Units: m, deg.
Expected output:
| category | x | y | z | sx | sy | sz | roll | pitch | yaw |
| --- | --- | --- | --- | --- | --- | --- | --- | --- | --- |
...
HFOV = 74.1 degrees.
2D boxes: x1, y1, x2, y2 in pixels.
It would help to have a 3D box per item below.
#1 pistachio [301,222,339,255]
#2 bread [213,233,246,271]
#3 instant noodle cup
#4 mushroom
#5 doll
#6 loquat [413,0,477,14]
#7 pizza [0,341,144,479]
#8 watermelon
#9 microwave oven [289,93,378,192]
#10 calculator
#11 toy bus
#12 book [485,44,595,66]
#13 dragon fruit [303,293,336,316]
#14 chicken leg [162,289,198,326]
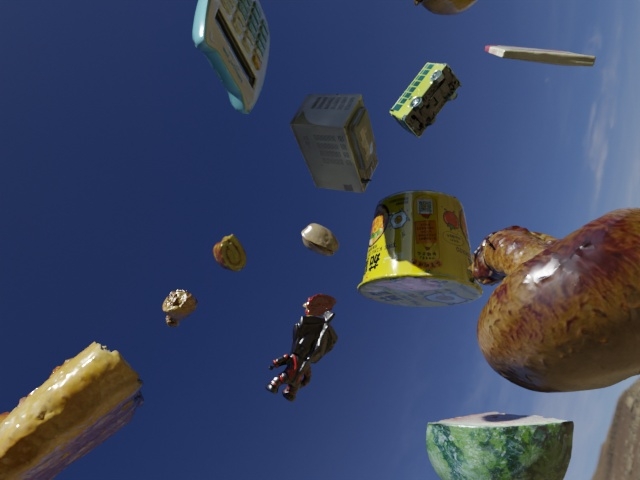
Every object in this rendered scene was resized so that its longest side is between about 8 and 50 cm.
| category | x | y | z | sx | sy | sz | roll | pitch | yaw |
| --- | --- | --- | --- | --- | --- | --- | --- | --- | --- |
| pistachio | 0.000 | 0.000 | 1.590 | 0.113 | 0.149 | 0.113 | -57 | -10 | -16 |
| bread | -0.346 | 0.051 | 1.612 | 0.103 | 0.172 | 0.131 | -30 | -80 | -20 |
| instant noodle cup | 0.270 | 0.028 | 1.168 | 0.326 | 0.326 | 0.253 | 31 | -123 | -48 |
| mushroom | 0.405 | 0.058 | 0.698 | 0.334 | 0.331 | 0.355 | 37 | -143 | -48 |
| doll | -0.043 | 0.282 | 1.078 | 0.248 | 0.088 | 0.127 | -60 | -33 | -3 |
| loquat | 0.337 | -0.712 | 1.136 | 0.246 | 0.213 | 0.213 | -40 | -49 | -8 |
| pizza | -0.347 | 0.245 | 0.530 | 0.114 | 0.409 | 0.278 | 52 | -157 | 1 |
| watermelon | 0.346 | 0.443 | 0.856 | 0.176 | 0.256 | 0.259 | -3 | -81 | -65 |
| microwave oven | 0.054 | -0.267 | 1.172 | 0.145 | 0.194 | 0.240 | -66 | -30 | -30 |
| calculator | -0.196 | -0.500 | 1.009 | 0.256 | 0.055 | 0.385 | 59 | -147 | -51 |
| toy bus | 0.266 | -0.362 | 1.095 | 0.088 | 0.101 | 0.175 | 35 | -85 | -38 |
| book | 0.439 | -0.384 | 0.874 | 0.231 | 0.163 | 0.022 | -67 | -17 | -60 |
| dragon fruit | -0.022 | 0.281 | 1.799 | 0.162 | 0.083 | 0.106 | -47 | -71 | -19 |
| chicken leg | -0.508 | 0.254 | 1.507 | 0.108 | 0.251 | 0.087 | 23 | -127 | -13 |
